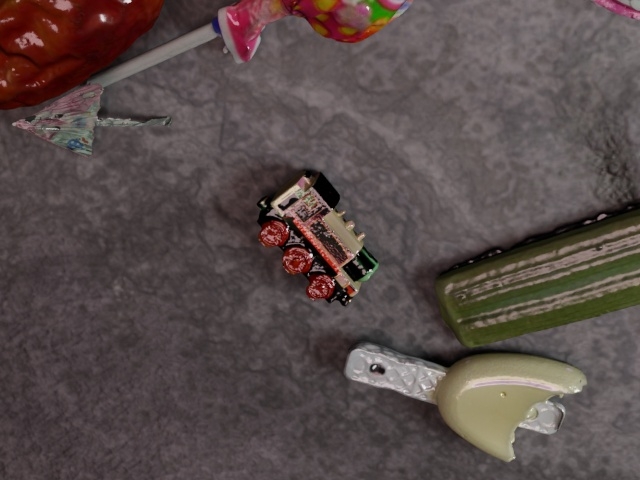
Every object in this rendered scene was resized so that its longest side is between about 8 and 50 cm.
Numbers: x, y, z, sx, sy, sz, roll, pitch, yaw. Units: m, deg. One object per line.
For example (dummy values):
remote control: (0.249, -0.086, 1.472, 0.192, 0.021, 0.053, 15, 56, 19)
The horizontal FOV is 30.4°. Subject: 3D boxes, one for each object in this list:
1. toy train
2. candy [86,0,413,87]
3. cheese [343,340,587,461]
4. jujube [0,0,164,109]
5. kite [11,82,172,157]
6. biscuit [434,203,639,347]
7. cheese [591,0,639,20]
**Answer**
toy train: (0.000, 0.000, 1.173, 0.087, 0.050, 0.138, -36, 102, 21)
candy: (-0.077, -0.203, 1.083, 0.365, 0.124, 0.124, -19, 109, 28)
cheese: (0.140, 0.151, 1.208, 0.235, 0.049, 0.127, 17, 119, 2)
jujube: (-0.253, -0.218, 1.064, 0.250, 0.174, 0.174, -28, 105, 21)
kite: (-0.223, -0.115, 1.155, 0.157, 0.011, 0.139, -3, 156, -20)
biscuit: (0.263, 0.029, 1.135, 0.323, 0.038, 0.099, -18, 112, 19)
cheese: (0.252, -0.274, 0.987, 0.244, 0.062, 0.155, 29, 118, -1)
